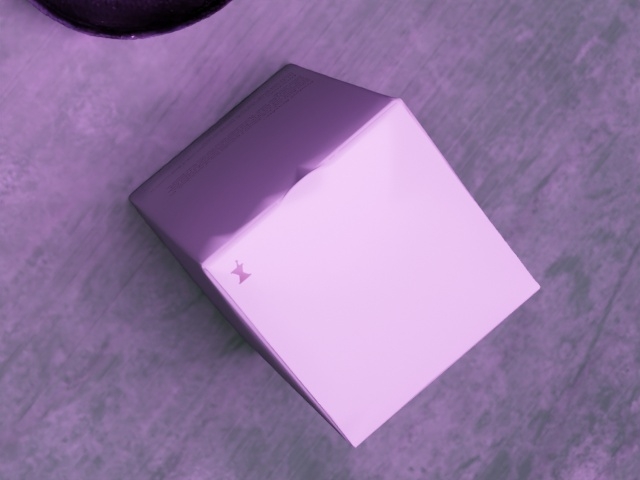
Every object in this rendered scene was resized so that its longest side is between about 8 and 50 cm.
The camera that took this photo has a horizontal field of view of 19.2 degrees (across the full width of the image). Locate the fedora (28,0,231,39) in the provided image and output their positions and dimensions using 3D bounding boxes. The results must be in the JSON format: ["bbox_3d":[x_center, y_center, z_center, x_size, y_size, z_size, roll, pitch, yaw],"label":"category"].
[{"bbox_3d":[-0.099,-0.296,1.337,0.334,0.152,0.334,-15,116,-35],"label":"fedora"}]

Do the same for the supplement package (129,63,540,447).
[{"bbox_3d":[0.000,0.000,1.391,0.177,0.293,0.175,-40,107,-5],"label":"supplement package"}]
